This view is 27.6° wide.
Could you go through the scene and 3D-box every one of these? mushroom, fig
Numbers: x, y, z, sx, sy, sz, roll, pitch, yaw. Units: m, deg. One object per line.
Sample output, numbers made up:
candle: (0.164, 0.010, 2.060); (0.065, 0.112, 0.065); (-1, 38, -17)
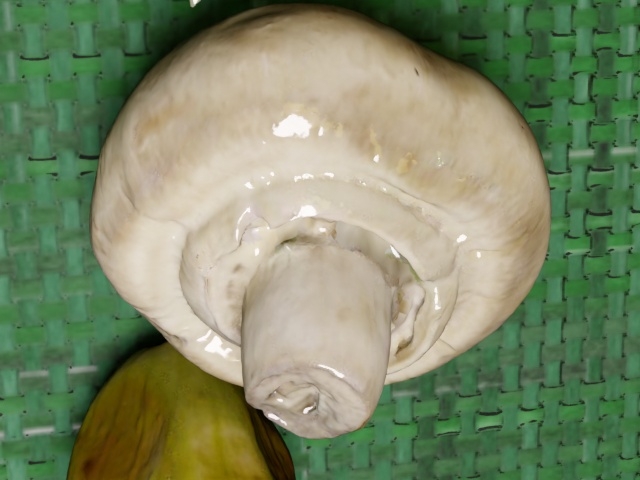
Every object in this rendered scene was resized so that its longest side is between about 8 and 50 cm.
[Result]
mushroom: (0.000, 0.000, 0.731); (0.260, 0.234, 0.254); (-18, 130, 12)
fig: (-0.087, 0.145, 0.812); (0.154, 0.144, 0.165); (-14, 86, -43)

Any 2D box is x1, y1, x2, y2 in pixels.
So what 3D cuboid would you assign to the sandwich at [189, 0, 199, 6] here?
sandwich: (0.003, -0.239, 0.721); (0.227, 0.155, 0.198); (-18, 110, -7)
